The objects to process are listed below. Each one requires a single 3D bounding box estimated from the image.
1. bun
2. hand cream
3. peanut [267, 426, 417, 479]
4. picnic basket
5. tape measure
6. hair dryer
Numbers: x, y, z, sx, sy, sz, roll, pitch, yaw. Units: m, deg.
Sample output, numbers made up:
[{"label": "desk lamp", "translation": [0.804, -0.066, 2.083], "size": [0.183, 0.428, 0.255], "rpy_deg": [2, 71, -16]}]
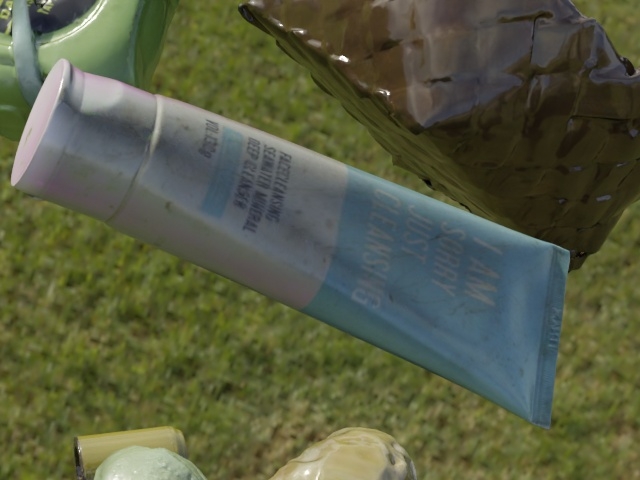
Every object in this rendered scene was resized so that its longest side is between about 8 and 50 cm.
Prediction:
[{"label": "bun", "translation": [-0.146, 0.286, 1.337], "size": [0.118, 0.195, 0.195], "rpy_deg": [-1, 36, -3]}, {"label": "hand cream", "translation": [0.000, 0.000, 0.748], "size": [0.312, 0.070, 0.111], "rpy_deg": [20, 60, -19]}, {"label": "peanut", "translation": [-0.014, 0.238, 1.000], "size": [0.130, 0.130, 0.290], "rpy_deg": [27, 46, 6]}, {"label": "picnic basket", "translation": [0.161, -0.182, 1.091], "size": [0.337, 0.337, 0.293], "rpy_deg": [-10, 36, -40]}, {"label": "tape measure", "translation": [-0.170, -0.144, 0.917], "size": [0.175, 0.106, 0.200], "rpy_deg": [10, 68, 4]}, {"label": "hair dryer", "translation": [-0.216, 0.362, 1.774], "size": [0.135, 0.090, 0.278], "rpy_deg": [-5, 60, -16]}]
